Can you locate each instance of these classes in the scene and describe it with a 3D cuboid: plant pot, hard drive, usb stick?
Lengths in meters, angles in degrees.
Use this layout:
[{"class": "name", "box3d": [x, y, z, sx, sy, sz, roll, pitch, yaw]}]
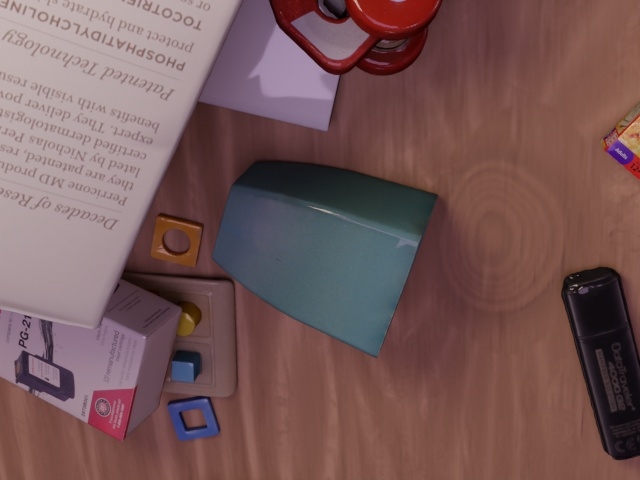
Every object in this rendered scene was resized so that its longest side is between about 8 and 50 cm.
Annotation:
[{"class": "plant pot", "box3d": [0.000, 0.000, 1.274, 0.234, 0.165, 0.165, 21, 114, 6]}, {"class": "hard drive", "box3d": [-0.137, -0.282, 1.225, 0.353, 0.047, 0.233, 14, 113, 1]}, {"class": "usb stick", "box3d": [0.380, 0.163, 1.357, 0.077, 0.045, 0.278, -17, 110, 6]}]

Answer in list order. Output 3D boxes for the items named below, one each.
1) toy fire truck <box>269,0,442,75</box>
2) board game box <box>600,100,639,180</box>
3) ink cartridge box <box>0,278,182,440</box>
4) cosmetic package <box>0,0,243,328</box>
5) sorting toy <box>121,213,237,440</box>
[{"class": "toy fire truck", "box3d": [0.056, -0.336, 1.092, 0.254, 0.169, 0.302, 45, 85, 4]}, {"class": "board game box", "box3d": [0.453, -0.137, 1.219, 0.147, 0.045, 0.193, 37, 112, -9]}, {"class": "ink cartridge box", "box3d": [-0.320, 0.126, 1.357, 0.237, 0.100, 0.172, 24, 118, 14]}, {"class": "cosmetic package", "box3d": [-0.318, -0.188, 1.035, 0.327, 0.329, 0.393, 16, 115, -25]}, {"class": "sorting toy", "box3d": [-0.215, 0.133, 1.411, 0.196, 0.047, 0.347, 3, 113, 6]}]
